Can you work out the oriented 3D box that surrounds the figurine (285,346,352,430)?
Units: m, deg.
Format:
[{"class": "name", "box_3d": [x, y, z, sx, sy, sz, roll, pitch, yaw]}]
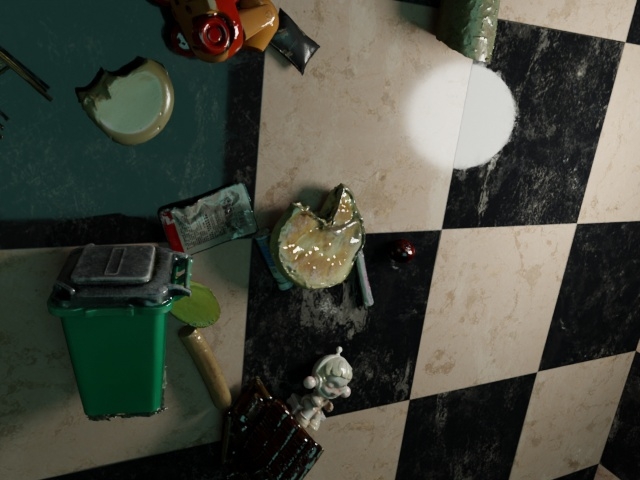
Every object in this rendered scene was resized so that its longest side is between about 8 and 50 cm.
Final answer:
[{"class": "figurine", "box_3d": [0.017, 0.468, 1.731, 0.182, 0.144, 0.256, 36, 93, -13]}]

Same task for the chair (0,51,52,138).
[{"class": "chair", "box_3d": [-0.683, -0.368, 1.025, 0.170, 0.160, 0.325, -44, 127, -7]}]

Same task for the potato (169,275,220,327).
[{"class": "potato", "box_3d": [-0.357, 0.156, 1.456, 0.198, 0.054, 0.119, 33, 97, -28]}]

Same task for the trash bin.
[{"class": "trash bin", "box_3d": [-0.456, 0.213, 1.297, 0.295, 0.259, 0.381, 0, 117, -12]}]

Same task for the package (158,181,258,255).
[{"class": "package", "box_3d": [-0.290, -0.048, 1.423, 0.239, 0.030, 0.154, -22, 119, -19]}]

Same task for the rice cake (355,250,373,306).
[{"class": "rice cake", "box_3d": [0.136, 0.118, 1.708, 0.033, 0.033, 0.207, -17, 116, -10]}]

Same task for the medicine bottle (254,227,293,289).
[{"class": "medicine bottle", "box_3d": [-0.130, 0.054, 1.534, 0.051, 0.051, 0.191, -29, 120, -15]}]

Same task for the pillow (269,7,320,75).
[{"class": "pillow", "box_3d": [-0.073, -0.496, 1.353, 0.150, 0.048, 0.090, 33, 100, -37]}]

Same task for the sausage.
[{"class": "sausage", "box_3d": [-0.323, 0.368, 1.549, 0.066, 0.066, 0.301, -27, 121, -16]}]

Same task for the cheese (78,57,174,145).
[{"class": "cheese", "box_3d": [-0.418, -0.317, 1.218, 0.202, 0.091, 0.175, -45, 122, -7]}]

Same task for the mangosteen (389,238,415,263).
[{"class": "mangosteen", "box_3d": [0.257, 0.037, 1.715, 0.081, 0.081, 0.080, -10, 113, -24]}]

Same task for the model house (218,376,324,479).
[{"class": "model house", "box_3d": [-0.162, 0.633, 1.586, 0.317, 0.282, 0.297, -47, 131, -7]}]

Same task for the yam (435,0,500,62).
[{"class": "yam", "box_3d": [0.408, -0.651, 1.475, 0.168, 0.168, 0.304, -7, 113, -25]}]

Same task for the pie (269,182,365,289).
[{"class": "pie", "box_3d": [0.000, 0.000, 1.540, 0.338, 0.075, 0.337, -18, 120, -34]}]

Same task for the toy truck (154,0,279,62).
[{"class": "toy truck", "box_3d": [-0.222, -0.525, 1.190, 0.239, 0.189, 0.264, -35, 121, -23]}]
